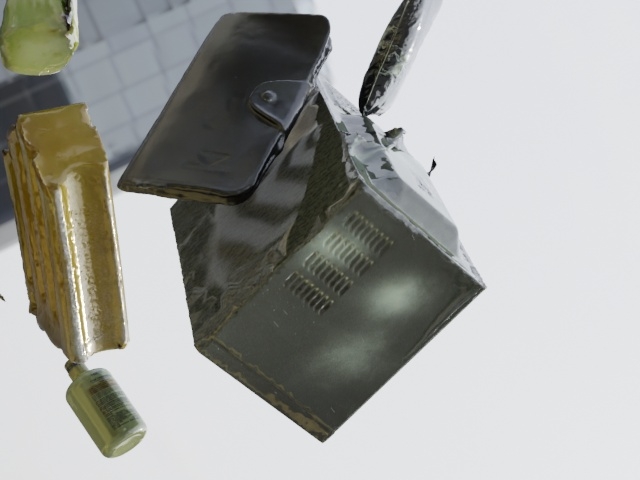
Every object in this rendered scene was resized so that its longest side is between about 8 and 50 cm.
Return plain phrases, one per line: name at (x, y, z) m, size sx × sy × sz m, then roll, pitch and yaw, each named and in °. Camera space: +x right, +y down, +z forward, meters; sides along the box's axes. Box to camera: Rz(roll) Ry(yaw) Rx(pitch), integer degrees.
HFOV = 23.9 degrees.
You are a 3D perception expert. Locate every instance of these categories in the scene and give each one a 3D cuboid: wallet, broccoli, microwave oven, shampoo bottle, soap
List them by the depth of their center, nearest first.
soap at (-0.269, -0.020, 1.578) m, size 0.160 × 0.080 × 0.257 m, roll 38°, pitch -43°, yaw 52°
broccoli at (-0.314, -0.329, 1.706) m, size 0.252 × 0.221 × 0.361 m, roll -32°, pitch -131°, yaw 57°
wallet at (-0.119, -0.181, 2.043) m, size 0.197 × 0.377 × 0.051 m, roll 7°, pitch -43°, yaw 21°
microwave oven at (0.000, 0.000, 2.080) m, size 0.236 × 0.374 × 0.432 m, roll 40°, pitch 13°, yaw -25°
shampoo bottle at (-0.329, 0.240, 2.244) m, size 0.162 × 0.079 × 0.079 m, roll 52°, pitch -23°, yaw 19°

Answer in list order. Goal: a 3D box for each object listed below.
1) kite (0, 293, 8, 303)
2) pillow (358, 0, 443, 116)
kite at (-0.406, 0.004, 1.593) m, size 0.183 × 0.014 × 0.241 m, roll 30°, pitch -13°, yaw 36°
pillow at (0.113, -0.270, 2.141) m, size 0.055 × 0.208 × 0.141 m, roll 28°, pitch 11°, yaw 14°
